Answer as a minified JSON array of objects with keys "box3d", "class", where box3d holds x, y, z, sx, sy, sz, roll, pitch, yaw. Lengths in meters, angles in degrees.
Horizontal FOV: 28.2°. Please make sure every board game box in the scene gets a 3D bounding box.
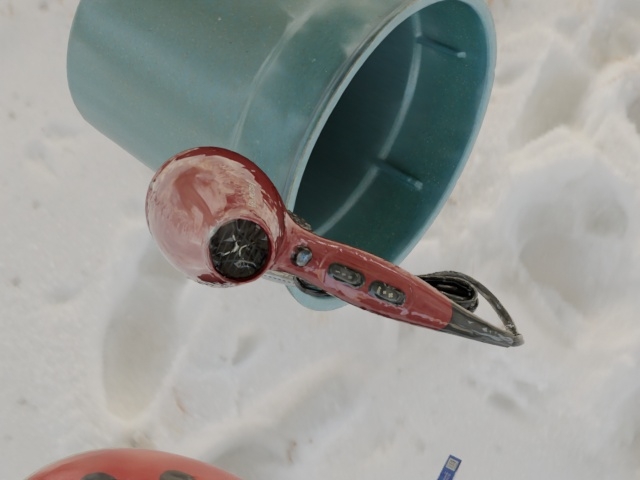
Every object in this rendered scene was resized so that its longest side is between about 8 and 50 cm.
[{"box3d":[0.143,0.325,1.587,0.020,0.090,0.090,26,53,11],"class":"board game box"}]

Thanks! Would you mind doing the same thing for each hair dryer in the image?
[{"box3d":[0.000,0.000,0.781,0.223,0.293,0.080,17,95,26],"class":"hair dryer"}]

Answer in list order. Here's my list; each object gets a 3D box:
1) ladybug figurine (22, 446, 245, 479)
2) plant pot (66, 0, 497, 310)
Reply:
[{"box3d":[-0.170,0.388,1.479,0.449,0.162,0.305,21,58,-21],"class":"ladybug figurine"},{"box3d":[-0.055,-0.156,1.292,0.334,0.341,0.341,30,74,25],"class":"plant pot"}]
